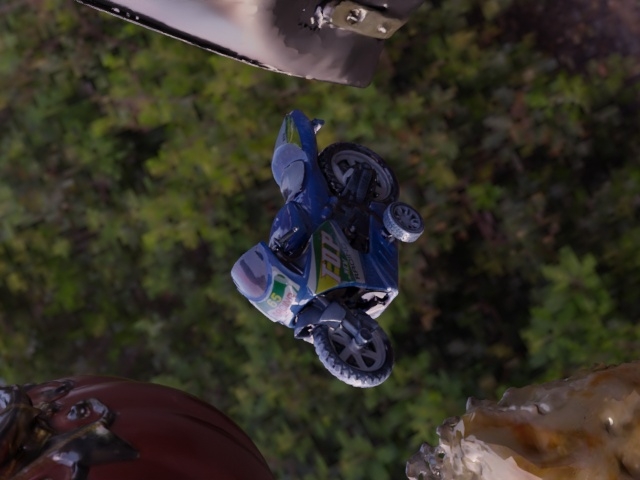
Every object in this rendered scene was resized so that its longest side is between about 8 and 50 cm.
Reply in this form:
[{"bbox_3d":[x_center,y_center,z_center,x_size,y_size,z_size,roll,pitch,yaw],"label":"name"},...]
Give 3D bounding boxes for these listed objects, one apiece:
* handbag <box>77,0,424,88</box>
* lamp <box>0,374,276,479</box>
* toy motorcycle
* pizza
[{"bbox_3d":[-0.001,-0.248,0.966,0.288,0.342,0.152,31,-155,-33],"label":"handbag"},{"bbox_3d":[-0.157,0.215,0.956,0.303,0.303,0.257,17,143,59],"label":"lamp"},{"bbox_3d":[0.000,0.000,1.247,0.092,0.135,0.254,-52,24,40],"label":"toy motorcycle"},{"bbox_3d":[0.337,0.222,1.276,0.435,0.392,0.080,51,159,-1],"label":"pizza"}]
